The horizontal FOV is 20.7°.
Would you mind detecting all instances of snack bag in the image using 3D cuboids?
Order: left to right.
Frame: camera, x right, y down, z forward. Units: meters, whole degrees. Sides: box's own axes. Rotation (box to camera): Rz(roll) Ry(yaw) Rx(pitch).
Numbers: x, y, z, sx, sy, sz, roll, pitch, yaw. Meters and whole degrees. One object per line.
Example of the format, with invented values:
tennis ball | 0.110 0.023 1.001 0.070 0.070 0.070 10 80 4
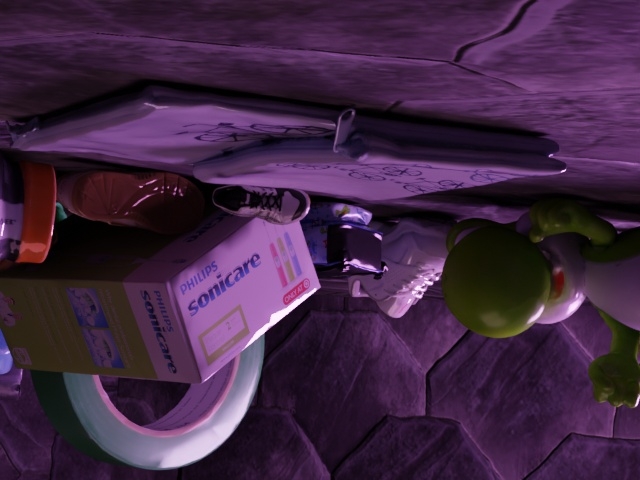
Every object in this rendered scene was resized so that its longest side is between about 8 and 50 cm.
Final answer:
snack bag | -0.037 -0.068 1.347 0.342 0.037 0.323 6 176 -27

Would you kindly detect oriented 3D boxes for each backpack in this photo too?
backpack | 0.000 0.000 1.893 0.114 0.084 0.105 -5 171 34

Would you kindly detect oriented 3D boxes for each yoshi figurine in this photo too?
yoshi figurine | 0.272 0.047 1.720 0.362 0.204 0.203 4 161 29

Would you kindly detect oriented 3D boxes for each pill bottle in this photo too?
pill bottle | -0.350 -0.033 1.473 0.245 0.130 0.130 5 176 -18

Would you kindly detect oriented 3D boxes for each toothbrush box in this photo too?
toothbrush box | -0.179 0.042 1.827 0.283 0.122 0.206 -1 -154 40

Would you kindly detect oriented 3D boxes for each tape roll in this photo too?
tape roll | -0.215 0.127 2.205 0.321 0.321 0.077 8 174 -41

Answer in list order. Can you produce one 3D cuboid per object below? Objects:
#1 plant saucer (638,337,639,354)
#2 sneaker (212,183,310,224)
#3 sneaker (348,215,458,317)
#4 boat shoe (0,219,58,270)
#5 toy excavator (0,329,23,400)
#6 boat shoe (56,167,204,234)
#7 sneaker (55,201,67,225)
plant saucer | 0.436 0.058 1.823 0.241 0.037 0.241 -11 -146 8
sneaker | -0.050 -0.030 1.435 0.083 0.032 0.037 2 176 25
sneaker | 0.107 0.032 2.011 0.090 0.115 0.232 6 175 -29
boat shoe | -0.315 -0.029 1.759 0.104 0.111 0.307 1 -173 -19
toy excavator | -0.573 0.079 2.781 0.222 0.445 0.433 4 -143 -11
boat shoe | -0.187 -0.044 1.707 0.059 0.063 0.170 14 -178 43
sneaker | -0.367 0.004 2.122 0.123 0.109 0.295 8 175 -7
